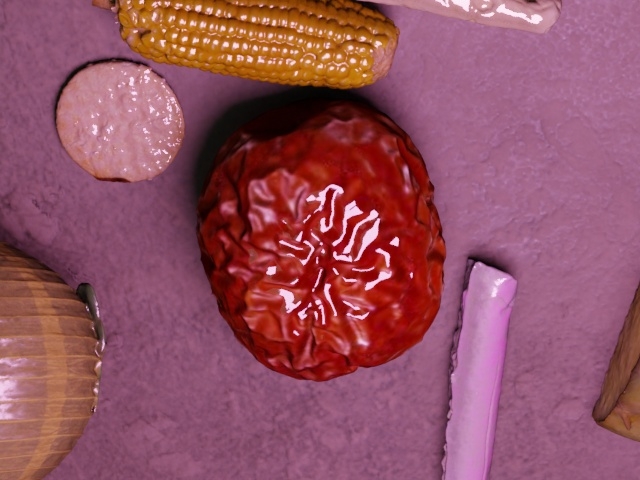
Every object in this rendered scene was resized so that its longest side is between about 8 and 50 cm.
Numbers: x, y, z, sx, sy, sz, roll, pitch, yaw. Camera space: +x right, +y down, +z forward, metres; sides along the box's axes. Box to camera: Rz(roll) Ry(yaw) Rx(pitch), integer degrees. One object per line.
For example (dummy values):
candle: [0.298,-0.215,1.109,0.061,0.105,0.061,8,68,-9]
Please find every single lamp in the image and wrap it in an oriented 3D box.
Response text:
lamp: [-0.310,0.140,1.665,0.250,0.250,0.284,-7,82,8]

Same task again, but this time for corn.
corn: [-0.064,-0.184,1.603,0.262,0.097,0.097,10,114,-5]

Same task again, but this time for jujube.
jujube: [0.000,0.000,1.624,0.213,0.213,0.232,-13,110,10]

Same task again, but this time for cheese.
cheese: [0.107,-0.211,1.592,0.194,0.065,0.043,12,107,1]

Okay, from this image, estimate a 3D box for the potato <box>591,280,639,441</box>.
potato: [0.405,0.097,1.678,0.255,0.112,0.269,15,115,-3]

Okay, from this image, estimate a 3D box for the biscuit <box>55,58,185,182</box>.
biscuit: [-0.179,-0.106,1.687,0.120,0.015,0.120,2,113,4]

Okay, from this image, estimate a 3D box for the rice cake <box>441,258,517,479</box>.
rice cake: [0.144,0.139,1.747,0.055,0.049,0.270,7,114,2]
